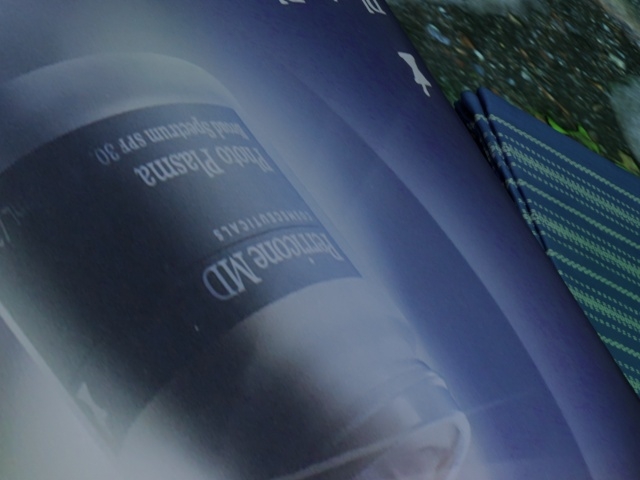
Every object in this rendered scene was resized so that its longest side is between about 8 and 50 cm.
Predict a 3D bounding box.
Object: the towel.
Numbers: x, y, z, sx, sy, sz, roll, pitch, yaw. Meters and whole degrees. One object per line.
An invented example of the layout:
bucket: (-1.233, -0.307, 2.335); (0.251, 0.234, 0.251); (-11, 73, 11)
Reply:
towel: (0.227, 0.039, 1.403); (0.243, 0.040, 0.336); (24, 34, -38)

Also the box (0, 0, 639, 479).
box: (-0.064, 0.052, 0.493); (0.296, 0.183, 0.294); (-11, 66, -57)
